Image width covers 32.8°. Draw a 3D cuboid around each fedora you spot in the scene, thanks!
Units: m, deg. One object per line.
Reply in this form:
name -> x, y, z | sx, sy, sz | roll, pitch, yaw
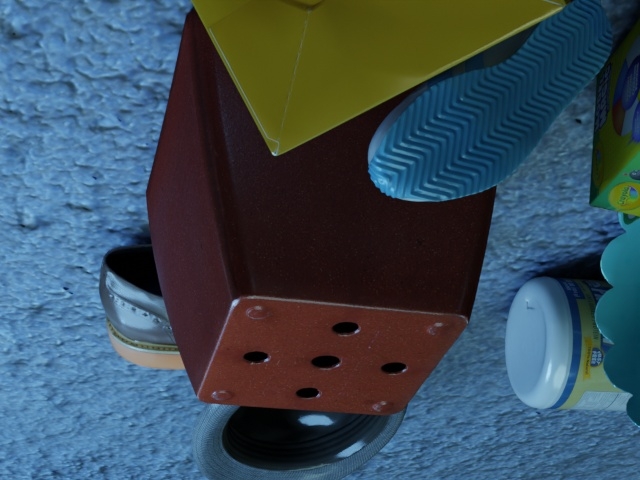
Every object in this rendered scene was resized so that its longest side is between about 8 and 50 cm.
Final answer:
fedora -> -0.027, 0.172, 1.263 | 0.243, 0.124, 0.275 | 8, 137, -20

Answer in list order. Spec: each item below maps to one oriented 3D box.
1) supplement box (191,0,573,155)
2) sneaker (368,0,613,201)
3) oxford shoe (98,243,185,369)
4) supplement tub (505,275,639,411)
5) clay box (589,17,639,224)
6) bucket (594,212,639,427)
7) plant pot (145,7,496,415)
supplement box -> 0.053, -0.167, 0.667 | 0.191, 0.194, 0.129 | -25, 97, 28
sneaker -> 0.116, -0.101, 0.800 | 0.092, 0.228, 0.087 | -2, 123, 60
oxford shoe -> -0.042, 0.053, 1.087 | 0.363, 0.130, 0.133 | -5, 139, -1
supplement tub -> 0.318, 0.115, 1.194 | 0.199, 0.144, 0.144 | 3, 146, -11
clay box -> 0.260, -0.109, 0.834 | 0.053, 0.127, 0.222 | 12, 157, -4
bucket -> 0.412, 0.060, 1.018 | 0.183, 0.281, 0.281 | 4, 146, -22
plant pot -> 0.000, 0.000, 0.907 | 0.267, 0.236, 0.267 | 6, 146, -14
